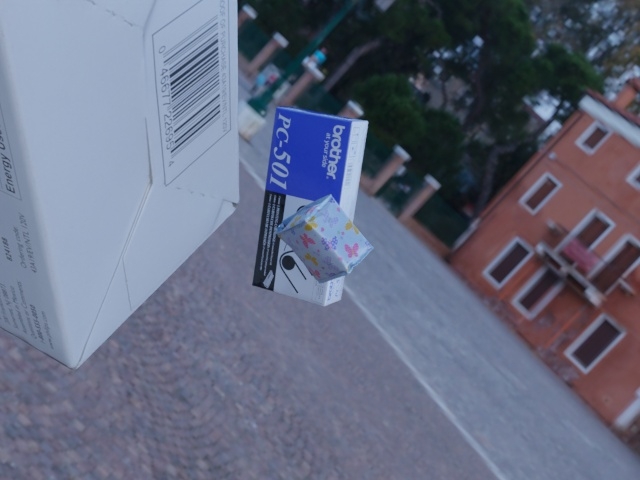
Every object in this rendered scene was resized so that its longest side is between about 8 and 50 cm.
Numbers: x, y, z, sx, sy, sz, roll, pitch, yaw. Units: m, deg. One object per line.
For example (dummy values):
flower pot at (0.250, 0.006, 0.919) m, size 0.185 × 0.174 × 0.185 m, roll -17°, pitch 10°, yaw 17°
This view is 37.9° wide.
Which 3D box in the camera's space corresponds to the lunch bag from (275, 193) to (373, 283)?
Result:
lunch bag at (0.000, 0.000, 0.904) m, size 0.071 × 0.053 × 0.083 m, roll 50°, pitch -31°, yaw -9°

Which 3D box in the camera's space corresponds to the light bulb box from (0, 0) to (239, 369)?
light bulb box at (-0.269, -0.157, 0.689) m, size 0.361 × 0.225 × 0.358 m, roll 26°, pitch -42°, yaw 19°

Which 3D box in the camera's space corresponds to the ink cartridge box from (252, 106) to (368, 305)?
ink cartridge box at (-0.013, -0.039, 1.042) m, size 0.097 × 0.207 × 0.046 m, roll 14°, pitch 13°, yaw 25°
